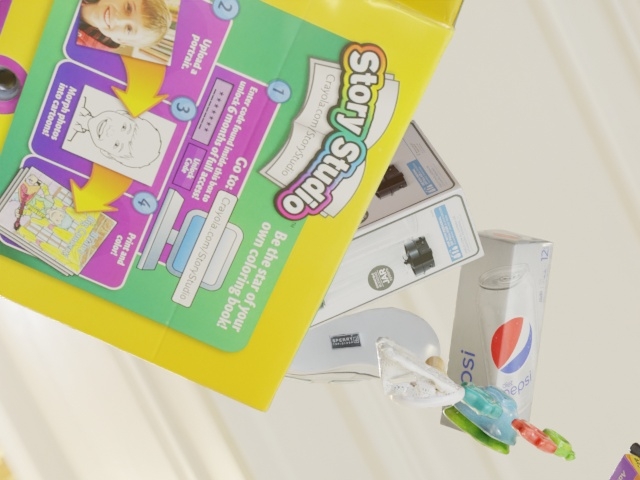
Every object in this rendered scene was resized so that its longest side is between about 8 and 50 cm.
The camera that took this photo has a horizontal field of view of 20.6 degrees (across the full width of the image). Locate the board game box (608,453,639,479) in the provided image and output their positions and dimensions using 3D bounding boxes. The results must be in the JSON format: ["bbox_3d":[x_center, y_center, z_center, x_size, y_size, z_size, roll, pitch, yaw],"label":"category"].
[{"bbox_3d":[0.634,0.610,2.891,0.356,0.356,0.356,10,-150,-30],"label":"board game box"}]

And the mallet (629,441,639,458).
[{"bbox_3d":[0.412,0.271,1.890,0.039,0.190,0.062,-57,160,-2],"label":"mallet"}]

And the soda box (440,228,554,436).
[{"bbox_3d":[0.248,0.132,2.482,0.091,0.286,0.098,-2,-167,-45],"label":"soda box"}]

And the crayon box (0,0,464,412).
[{"bbox_3d":[-0.108,-0.089,1.307,0.106,0.313,0.363,-74,-172,-59],"label":"crayon box"}]

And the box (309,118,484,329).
[{"bbox_3d":[0.000,0.000,1.793,0.290,0.087,0.169,-23,-147,-2],"label":"box"}]

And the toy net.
[{"bbox_3d":[0.115,0.139,1.434,0.122,0.232,0.045,40,-81,38],"label":"toy net"}]

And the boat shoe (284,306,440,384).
[{"bbox_3d":[0.034,0.148,2.328,0.267,0.096,0.088,-5,168,-35],"label":"boat shoe"}]
